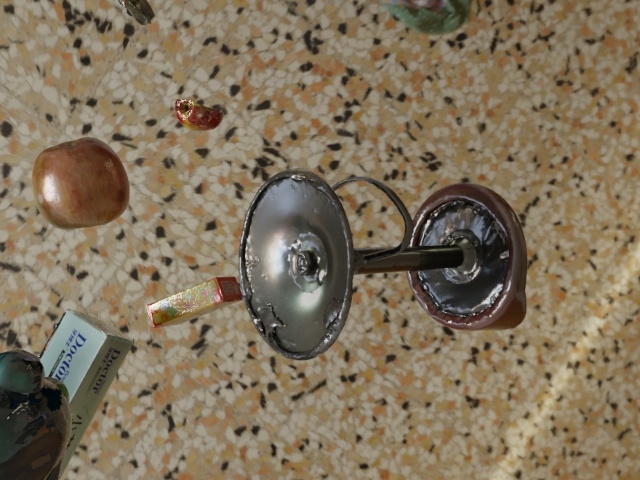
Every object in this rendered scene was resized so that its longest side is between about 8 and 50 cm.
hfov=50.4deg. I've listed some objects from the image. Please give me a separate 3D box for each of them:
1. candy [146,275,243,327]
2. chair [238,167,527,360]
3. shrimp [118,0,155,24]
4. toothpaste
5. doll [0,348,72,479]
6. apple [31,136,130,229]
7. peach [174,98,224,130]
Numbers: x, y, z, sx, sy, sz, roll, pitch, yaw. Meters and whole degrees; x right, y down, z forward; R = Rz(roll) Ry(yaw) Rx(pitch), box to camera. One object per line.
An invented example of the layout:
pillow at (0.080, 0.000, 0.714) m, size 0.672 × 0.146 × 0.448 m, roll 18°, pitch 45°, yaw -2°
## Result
candy at (-0.178, 0.088, 0.967) m, size 0.121 × 0.062 × 0.038 m, roll -21°, pitch 81°, yaw 18°
chair at (0.114, 0.028, 0.918) m, size 0.400 × 0.226 × 0.227 m, roll 1°, pitch 95°, yaw -40°
shrimp at (-0.333, -0.443, 1.093) m, size 0.046 × 0.152 × 0.219 m, roll -50°, pitch 124°, yaw -16°
toothpaste at (-0.353, 0.246, 0.868) m, size 0.313 × 0.089 × 0.071 m, roll -62°, pitch 152°, yaw -6°
doll at (-0.317, 0.107, 0.506) m, size 0.321 × 0.198 × 0.186 m, roll 24°, pitch 94°, yaw 11°
apple at (-0.487, -0.115, 1.382) m, size 0.188 × 0.188 × 0.174 m, roll -19°, pitch 108°, yaw -17°
peach at (-0.211, -0.215, 1.182) m, size 0.083 × 0.077 × 0.050 m, roll -4°, pitch 108°, yaw -60°
